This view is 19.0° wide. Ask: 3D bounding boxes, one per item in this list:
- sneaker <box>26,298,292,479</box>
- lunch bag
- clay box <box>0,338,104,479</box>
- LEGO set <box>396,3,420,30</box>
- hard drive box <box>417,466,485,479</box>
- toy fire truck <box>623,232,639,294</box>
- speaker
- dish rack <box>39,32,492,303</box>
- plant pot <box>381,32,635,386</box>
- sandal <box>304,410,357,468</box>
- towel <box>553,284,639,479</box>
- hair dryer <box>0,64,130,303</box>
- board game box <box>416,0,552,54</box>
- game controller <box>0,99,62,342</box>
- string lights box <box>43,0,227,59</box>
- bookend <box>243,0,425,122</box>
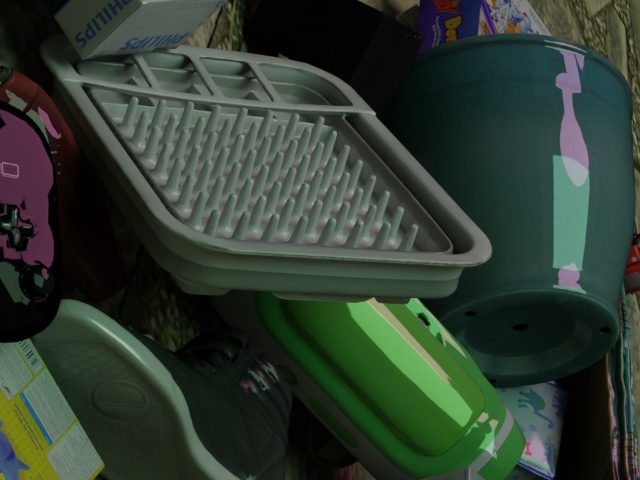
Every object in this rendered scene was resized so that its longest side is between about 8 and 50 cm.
[{"bbox_3d":[-0.117,0.107,1.435,0.295,0.105,0.147,51,31,-38],"label":"sneaker"},{"bbox_3d":[0.148,0.177,1.827,0.151,0.096,0.128,27,41,-9],"label":"lunch bag"},{"bbox_3d":[-0.237,0.157,1.245,0.127,0.053,0.222,61,31,-12],"label":"clay box"},{"bbox_3d":[0.154,-0.166,2.100,0.244,0.060,0.182,-15,80,-60],"label":"LEGO set"},{"bbox_3d":[0.062,0.316,1.502,0.089,0.181,0.232,43,39,-39],"label":"hard drive box"},{"bbox_3d":[0.428,0.052,2.412,0.192,0.047,0.135,-24,93,-60],"label":"toy fire truck"},{"bbox_3d":[0.034,0.097,1.601,0.296,0.131,0.131,47,33,-7],"label":"speaker"},{"bbox_3d":[-0.054,-0.048,1.473,0.286,0.072,0.333,5,28,-31],"label":"dish rack"},{"bbox_3d":[0.174,-0.012,1.801,0.272,0.272,0.255,35,41,-44],"label":"plant pot"},{"bbox_3d":[0.022,0.123,1.692,0.072,0.049,0.180,22,57,-20],"label":"sandal"},{"bbox_3d":[0.268,0.180,1.910,0.271,0.040,0.370,102,-7,-52],"label":"towel"},{"bbox_3d":[-0.248,-0.020,1.353,0.293,0.080,0.223,21,70,-46],"label":"hair dryer"},{"bbox_3d":[0.215,-0.122,2.087,0.347,0.078,0.233,46,42,-44],"label":"board game box"},{"bbox_3d":[-0.296,-0.027,1.190,0.319,0.067,0.166,9,77,-44],"label":"game controller"},{"bbox_3d":[-0.197,-0.270,1.508,0.259,0.077,0.133,55,28,9],"label":"string lights box"},{"bbox_3d":[-0.009,-0.159,1.788,0.072,0.156,0.157,21,98,-53],"label":"bookend"}]
